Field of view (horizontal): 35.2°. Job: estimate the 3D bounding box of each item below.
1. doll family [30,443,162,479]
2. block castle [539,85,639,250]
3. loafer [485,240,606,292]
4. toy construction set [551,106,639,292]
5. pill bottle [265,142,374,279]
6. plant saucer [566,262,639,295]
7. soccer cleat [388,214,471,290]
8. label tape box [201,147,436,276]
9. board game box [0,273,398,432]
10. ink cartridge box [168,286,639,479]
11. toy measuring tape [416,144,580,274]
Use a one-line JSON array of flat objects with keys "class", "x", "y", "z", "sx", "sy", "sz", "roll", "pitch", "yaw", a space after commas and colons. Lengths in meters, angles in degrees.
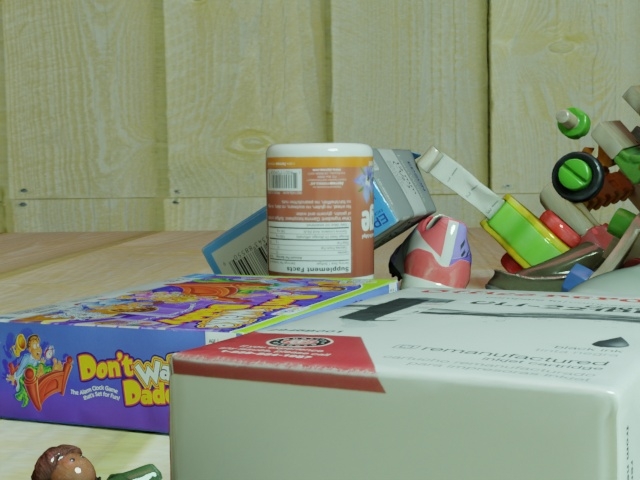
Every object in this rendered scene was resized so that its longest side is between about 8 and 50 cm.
[{"class": "doll family", "x": -0.119, "y": 0.128, "z": 0.353, "sx": 0.111, "sy": 0.076, "sz": 0.193, "roll": 22, "pitch": 9, "yaw": 24}, {"class": "block castle", "x": 0.576, "y": -0.136, "z": 1.514, "sx": 0.303, "sy": 0.213, "sz": 0.453, "roll": -15, "pitch": -30, "yaw": -40}, {"class": "loafer", "x": 0.341, "y": 0.043, "z": 1.347, "sx": 0.251, "sy": 0.087, "sz": 0.094, "roll": -2, "pitch": 4, "yaw": -10}, {"class": "toy construction set", "x": 0.440, "y": -0.013, "z": 1.171, "sx": 0.308, "sy": 0.258, "sz": 0.237, "roll": 3, "pitch": -5, "yaw": 28}, {"class": "pill bottle", "x": 0.000, "y": 0.000, "z": 1.128, "sx": 0.121, "sy": 0.216, "sz": 0.121, "roll": -1, "pitch": 5, "yaw": 0}, {"class": "plant saucer", "x": 0.369, "y": 0.060, "z": 0.816, "sx": 0.400, "sy": 0.101, "sz": 0.400, "roll": 4, "pitch": 2, "yaw": 0}, {"class": "soccer cleat", "x": 0.161, "y": 0.017, "z": 1.411, "sx": 0.108, "sy": 0.116, "sz": 0.318, "roll": 17, "pitch": 6, "yaw": 1}, {"class": "label tape box", "x": 0.024, "y": -0.018, "z": 1.404, "sx": 0.249, "sy": 0.115, "sz": 0.347, "roll": -32, "pitch": -8, "yaw": 18}, {"class": "board game box", "x": -0.093, "y": 0.088, "z": 0.896, "sx": 0.233, "sy": 0.078, "sz": 0.347, "roll": 1, "pitch": 4, "yaw": 22}, {"class": "ink cartridge box", "x": 0.082, "y": 0.095, "z": 0.513, "sx": 0.197, "sy": 0.114, "sz": 0.273, "roll": 1, "pitch": 4, "yaw": 28}, {"class": "toy measuring tape", "x": 0.278, "y": -0.019, "z": 1.462, "sx": 0.330, "sy": 0.121, "sz": 0.121, "roll": 36, "pitch": -13, "yaw": -25}]
